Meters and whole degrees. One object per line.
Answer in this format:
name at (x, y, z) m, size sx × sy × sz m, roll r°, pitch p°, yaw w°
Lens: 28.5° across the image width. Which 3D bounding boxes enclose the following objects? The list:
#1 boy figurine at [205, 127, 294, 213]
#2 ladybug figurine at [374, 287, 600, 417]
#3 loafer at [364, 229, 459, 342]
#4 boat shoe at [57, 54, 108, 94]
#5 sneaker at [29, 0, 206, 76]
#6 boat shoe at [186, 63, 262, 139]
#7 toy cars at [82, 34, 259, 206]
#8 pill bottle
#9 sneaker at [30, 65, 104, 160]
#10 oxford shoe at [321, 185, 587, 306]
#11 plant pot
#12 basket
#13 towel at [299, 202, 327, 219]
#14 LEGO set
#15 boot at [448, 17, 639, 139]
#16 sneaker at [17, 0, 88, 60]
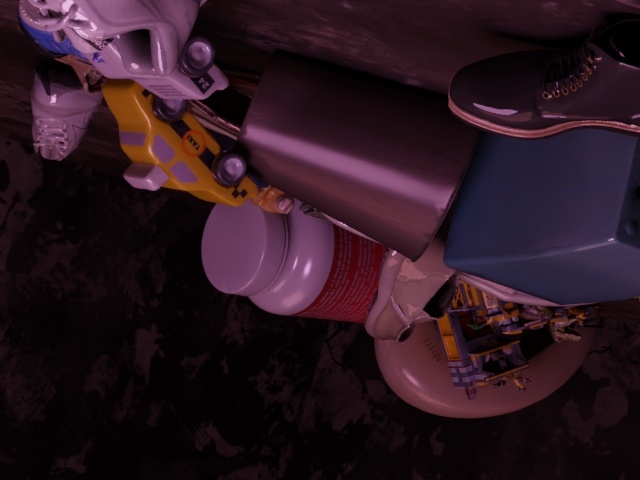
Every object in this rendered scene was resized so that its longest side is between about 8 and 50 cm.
boy figurine at (-0.093, -0.108, 1.946) m, size 0.177 × 0.092 × 0.285 m, roll 50°, pitch -172°, yaw 16°
ladybug figurine at (0.261, 0.133, 2.018) m, size 0.449 × 0.305 × 0.162 m, roll -23°, pitch 162°, yaw -33°
loafer at (0.117, 0.064, 1.545) m, size 0.092 × 0.102 × 0.268 m, roll 25°, pitch 158°, yaw 10°
boat shoe at (-0.274, -0.212, 1.522) m, size 0.190 × 0.072 × 0.068 m, roll 13°, pitch 175°, yaw 38°
sneaker at (-0.182, -0.208, 0.917) m, size 0.110 × 0.118 × 0.292 m, roll 15°, pitch 175°, yaw 37°
boat shoe at (-0.052, -0.142, 1.477) m, size 0.257 × 0.095 × 0.095 m, roll 16°, pitch 170°, yaw 2°
toy cars at (-0.166, -0.132, 1.185) m, size 0.176 × 0.087 × 0.393 m, roll 32°, pitch 162°, yaw 19°
pill bottle at (0.002, 0.025, 2.221) m, size 0.408 × 0.229 × 0.229 m, roll 9°, pitch -178°, yaw -43°
sneaker at (-0.395, -0.188, 1.945) m, size 0.111 × 0.129 × 0.297 m, roll 18°, pitch 175°, yaw -4°
oxford shoe at (0.208, -0.031, 1.588) m, size 0.449 × 0.169 × 0.130 m, roll 18°, pitch 157°, yaw -5°
plant pot at (0.267, -0.031, 1.257) m, size 0.165 × 0.165 × 0.234 m, roll 18°, pitch 172°, yaw -24°
basket at (0.030, -0.097, 1.339) m, size 0.227 × 0.154 × 0.204 m, roll 22°, pitch 145°, yaw -2°
towel at (0.154, -0.051, 1.822) m, size 0.374 × 0.090 × 0.320 m, roll 11°, pitch 180°, yaw -5°
LEGO set at (0.319, 0.113, 1.792) m, size 0.331 × 0.192 × 0.255 m, roll -16°, pitch -179°, yaw -31°
boot at (0.183, -0.129, 0.933) m, size 0.198 × 0.076 × 0.137 m, roll 1°, pitch 167°, yaw 18°
sneaker at (-0.263, -0.224, 1.394) m, size 0.152 × 0.058 × 0.084 m, roll 22°, pitch 169°, yaw -14°
